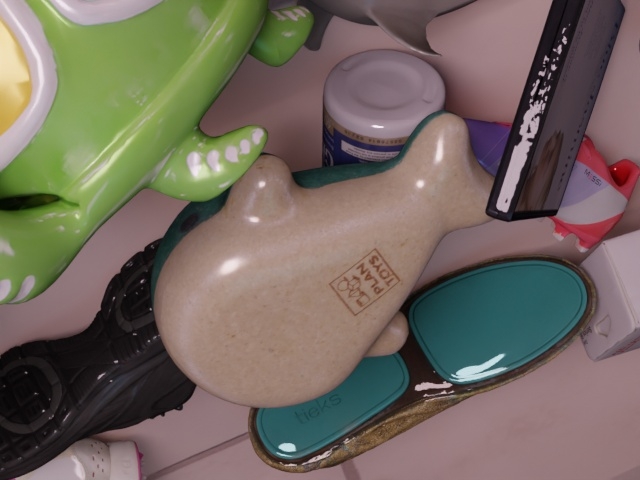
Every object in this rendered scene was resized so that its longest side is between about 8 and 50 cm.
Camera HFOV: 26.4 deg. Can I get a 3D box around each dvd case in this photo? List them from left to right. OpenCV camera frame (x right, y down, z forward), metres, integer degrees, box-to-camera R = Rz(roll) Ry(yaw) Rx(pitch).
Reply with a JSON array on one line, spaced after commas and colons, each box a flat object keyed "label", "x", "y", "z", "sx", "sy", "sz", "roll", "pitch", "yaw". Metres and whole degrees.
[{"label": "dvd case", "x": 0.177, "y": -0.102, "z": 0.998, "sx": 0.253, "sy": 0.022, "sz": 0.180, "roll": -7, "pitch": 115, "yaw": -73}]

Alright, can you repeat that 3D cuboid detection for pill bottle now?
[{"label": "pill bottle", "x": 0.048, "y": -0.059, "z": 1.085, "sx": 0.094, "sy": 0.094, "sz": 0.169, "roll": -15, "pitch": 138, "yaw": -14}]

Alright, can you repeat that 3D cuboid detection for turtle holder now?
[{"label": "turtle holder", "x": -0.179, "y": -0.099, "z": 0.779, "sx": 0.227, "sy": 0.243, "sz": 0.320, "roll": 46, "pitch": 66, "yaw": -22}]

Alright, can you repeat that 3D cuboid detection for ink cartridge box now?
[{"label": "ink cartridge box", "x": 0.356, "y": 0.031, "z": 1.306, "sx": 0.212, "sy": 0.093, "sz": 0.154, "roll": -19, "pitch": 165, "yaw": -11}]

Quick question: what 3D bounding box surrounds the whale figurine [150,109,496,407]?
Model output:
[{"label": "whale figurine", "x": 0.000, "y": 0.000, "z": 1.011, "sx": 0.272, "sy": 0.141, "sz": 0.216, "roll": -36, "pitch": 127, "yaw": 6}]

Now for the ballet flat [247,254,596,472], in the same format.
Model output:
[{"label": "ballet flat", "x": 0.094, "y": 0.118, "z": 1.298, "sx": 0.348, "sy": 0.123, "sz": 0.123, "roll": -27, "pitch": 140, "yaw": 0}]

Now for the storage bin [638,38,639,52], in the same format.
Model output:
[{"label": "storage bin", "x": 0.319, "y": -0.200, "z": 1.093, "sx": 0.091, "sy": 0.098, "sz": 0.135, "roll": -37, "pitch": 147, "yaw": -32}]

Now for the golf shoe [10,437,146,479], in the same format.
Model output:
[{"label": "golf shoe", "x": -0.284, "y": 0.291, "z": 1.283, "sx": 0.140, "sy": 0.115, "sz": 0.306, "roll": 20, "pitch": 116, "yaw": -29}]

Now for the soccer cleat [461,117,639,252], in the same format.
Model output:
[{"label": "soccer cleat", "x": 0.186, "y": -0.067, "z": 1.172, "sx": 0.248, "sy": 0.083, "sz": 0.095, "roll": 26, "pitch": 102, "yaw": -44}]

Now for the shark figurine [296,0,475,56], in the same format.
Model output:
[{"label": "shark figurine", "x": 0.086, "y": -0.180, "z": 0.967, "sx": 0.278, "sy": 0.116, "sz": 0.166, "roll": -10, "pitch": 138, "yaw": -16}]

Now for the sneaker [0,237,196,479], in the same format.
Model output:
[{"label": "sneaker", "x": -0.176, "y": 0.121, "z": 1.152, "sx": 0.286, "sy": 0.109, "sz": 0.130, "roll": -34, "pitch": 143, "yaw": 10}]
